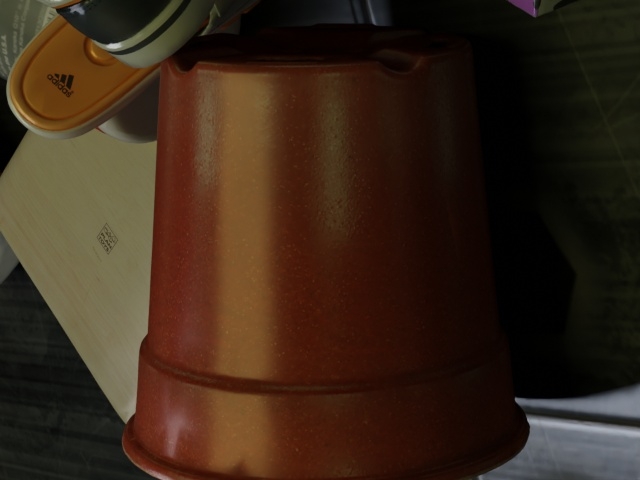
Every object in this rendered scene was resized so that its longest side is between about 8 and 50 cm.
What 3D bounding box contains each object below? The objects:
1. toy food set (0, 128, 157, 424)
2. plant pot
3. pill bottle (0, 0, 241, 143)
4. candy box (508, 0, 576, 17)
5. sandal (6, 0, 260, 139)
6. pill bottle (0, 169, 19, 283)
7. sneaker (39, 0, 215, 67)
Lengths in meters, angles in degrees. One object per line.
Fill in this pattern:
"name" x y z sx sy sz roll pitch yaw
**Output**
"toy food set" -0.141 -0.010 1.638 0.306 0.092 0.220 54 131 19
"plant pot" 0.000 0.000 1.303 0.272 0.272 0.265 14 110 50
"pill bottle" -0.214 -0.198 1.514 0.283 0.161 0.161 28 129 29
"candy box" 0.102 -0.257 1.161 0.165 0.070 0.196 38 140 38
"sandal" -0.103 -0.173 1.345 0.102 0.265 0.076 42 166 0
"pill bottle" -0.428 -0.083 1.898 0.318 0.176 0.176 49 141 28
"sneaker" -0.171 -0.235 1.290 0.127 0.126 0.321 38 -173 -38
